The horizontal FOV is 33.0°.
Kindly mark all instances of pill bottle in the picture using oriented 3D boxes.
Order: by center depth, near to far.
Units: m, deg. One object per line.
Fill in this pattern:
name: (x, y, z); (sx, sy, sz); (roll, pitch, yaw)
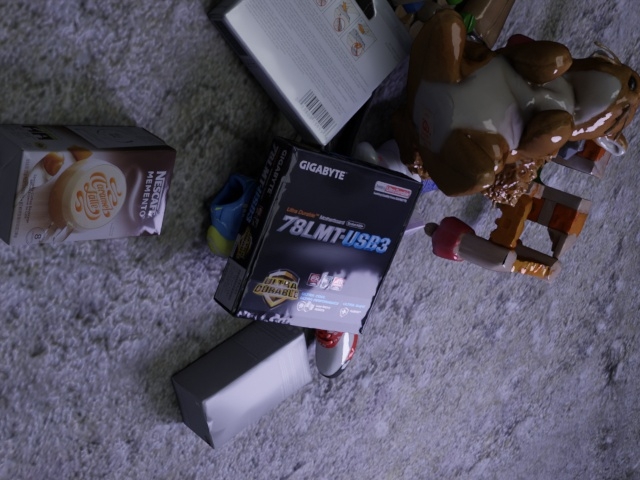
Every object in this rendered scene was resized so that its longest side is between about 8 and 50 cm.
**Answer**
pill bottle: (0.166, -0.139, 2.000); (0.186, 0.112, 0.112); (-16, 124, -40)

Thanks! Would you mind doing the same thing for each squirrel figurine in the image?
squirrel figurine: (0.333, -0.214, 1.819); (0.370, 0.397, 0.281); (-12, 80, -17)

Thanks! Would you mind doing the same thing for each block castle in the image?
block castle: (0.402, -0.154, 2.141); (0.303, 0.213, 0.453); (10, 102, -53)

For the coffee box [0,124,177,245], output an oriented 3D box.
coffee box: (-0.338, -0.082, 1.518); (0.246, 0.098, 0.141); (-6, 118, -43)

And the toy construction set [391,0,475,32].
toy construction set: (0.252, -0.445, 1.790); (0.257, 0.237, 0.309); (-29, 126, -32)

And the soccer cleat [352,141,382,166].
soccer cleat: (0.058, -0.098, 1.911); (0.076, 0.068, 0.196); (-28, 156, -25)

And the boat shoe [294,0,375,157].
boat shoe: (0.055, -0.251, 1.831); (0.112, 0.095, 0.335); (11, 105, -49)

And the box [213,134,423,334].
box: (0.000, 0.000, 1.797); (0.295, 0.073, 0.293); (13, 105, -40)

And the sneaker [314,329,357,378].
sneaker: (0.011, 0.125, 2.018); (0.145, 0.090, 0.270); (11, 101, -48)

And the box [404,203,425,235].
box: (0.035, -0.007, 1.922); (0.324, 0.067, 0.063); (-16, 80, -27)

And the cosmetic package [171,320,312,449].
cosmetic package: (-0.137, 0.247, 1.927); (0.238, 0.107, 0.127); (-29, 131, -28)

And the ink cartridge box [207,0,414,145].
ink cartridge box: (-0.007, -0.328, 1.693); (0.239, 0.060, 0.275); (-48, 121, -15)

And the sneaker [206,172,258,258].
sneaker: (-0.086, -0.065, 1.800); (0.240, 0.091, 0.126); (-30, 131, -30)

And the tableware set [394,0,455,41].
tableware set: (0.186, -0.421, 1.925); (0.141, 0.020, 0.169); (34, 87, -50)

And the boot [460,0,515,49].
boot: (0.332, -0.503, 1.963); (0.269, 0.089, 0.236); (-59, 148, -1)
